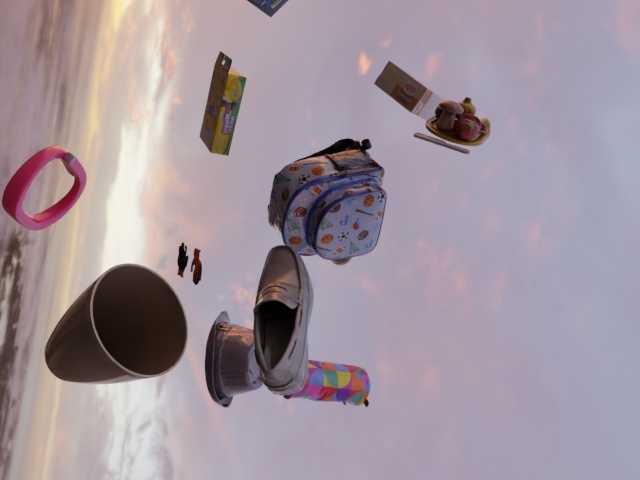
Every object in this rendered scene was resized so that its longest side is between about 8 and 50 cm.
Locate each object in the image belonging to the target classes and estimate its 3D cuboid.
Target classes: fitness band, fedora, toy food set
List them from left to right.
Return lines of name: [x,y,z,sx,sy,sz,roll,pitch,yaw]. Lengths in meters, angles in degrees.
fitness band: [-0.688,-0.124,1.410,0.209,0.054,0.291,-54,180,-18]
fedora: [-0.202,0.304,1.451,0.275,0.124,0.244,-28,114,-82]
toy food set: [0.289,-0.253,1.157,0.218,0.128,0.071,-41,150,-54]

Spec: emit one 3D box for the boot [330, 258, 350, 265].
boot: [0.000,0.000,1.726,0.077,0.165,0.213,-58,-154,-7]

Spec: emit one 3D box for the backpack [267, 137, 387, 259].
backpack: [0.015,-0.075,1.317,0.213,0.263,0.277,-122,-150,-50]

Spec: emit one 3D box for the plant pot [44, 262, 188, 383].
plant pot: [-0.490,0.222,1.266,0.273,0.256,0.257,-27,-128,27]

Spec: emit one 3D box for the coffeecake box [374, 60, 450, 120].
coffeecake box: [0.242,-0.349,1.366,0.142,0.185,0.068,49,-65,33]

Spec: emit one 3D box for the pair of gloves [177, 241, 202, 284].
pair of gloves: [-0.260,0.045,1.114,0.083,0.010,0.074,21,-71,41]

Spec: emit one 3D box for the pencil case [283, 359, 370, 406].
pencil case: [0.011,0.344,1.342,0.104,0.236,0.105,-36,-134,47]

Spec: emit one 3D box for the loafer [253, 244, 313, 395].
loafer: [-0.074,0.131,1.071,0.112,0.111,0.320,65,15,-50]

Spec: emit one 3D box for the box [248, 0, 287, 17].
box: [-0.084,-0.606,1.192,0.232,0.183,0.059,-36,-108,23]

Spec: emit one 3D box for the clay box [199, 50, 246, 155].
clay box: [-0.235,-0.332,1.353,0.127,0.053,0.222,50,-53,53]
